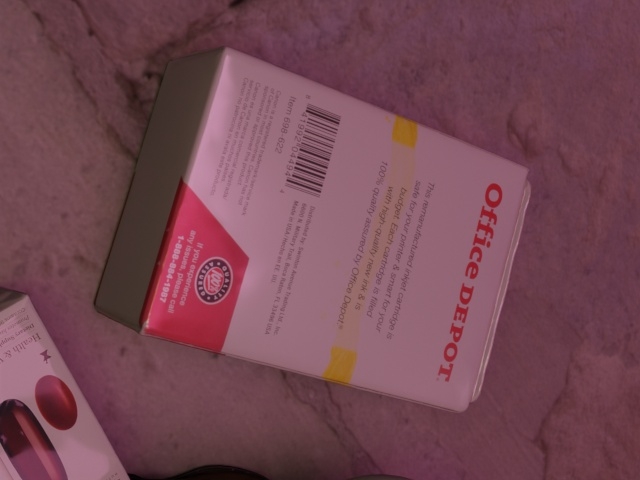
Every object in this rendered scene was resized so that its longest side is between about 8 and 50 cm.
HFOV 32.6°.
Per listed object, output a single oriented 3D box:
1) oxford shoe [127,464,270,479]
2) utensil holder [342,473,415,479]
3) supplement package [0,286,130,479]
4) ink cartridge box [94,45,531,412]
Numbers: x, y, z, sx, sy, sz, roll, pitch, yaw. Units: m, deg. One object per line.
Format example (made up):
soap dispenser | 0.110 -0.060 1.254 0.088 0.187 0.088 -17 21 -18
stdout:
oxford shoe | -0.135 0.280 1.122 0.227 0.096 0.083 3 90 -30
utensil holder | -0.054 0.400 0.986 0.385 0.327 0.328 1 92 -45
supplement package | -0.315 0.178 0.988 0.194 0.149 0.203 -32 106 -23
ink cartridge box | 0.000 0.000 1.142 0.384 0.160 0.279 19 84 -28
